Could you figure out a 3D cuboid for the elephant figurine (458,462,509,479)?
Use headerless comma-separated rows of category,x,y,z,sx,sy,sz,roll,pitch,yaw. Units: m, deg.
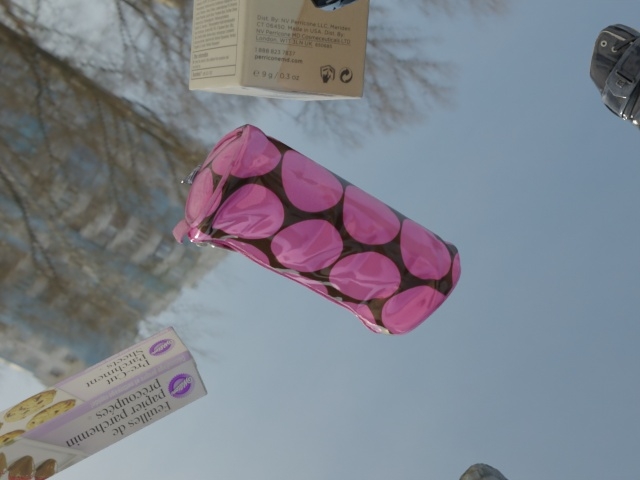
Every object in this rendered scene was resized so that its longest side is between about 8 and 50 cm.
elephant figurine,0.032,0.172,0.413,0.239,0.169,0.186,-58,161,-74

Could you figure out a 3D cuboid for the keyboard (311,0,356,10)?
keyboard,-0.066,-0.234,0.423,0.201,0.317,0.033,-32,-177,-2

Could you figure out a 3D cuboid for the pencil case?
pencil case,0.000,0.000,0.785,0.098,0.209,0.095,-60,-159,3

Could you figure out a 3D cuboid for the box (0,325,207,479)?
box,-0.275,0.194,1.069,0.324,0.063,0.067,-26,-150,-13

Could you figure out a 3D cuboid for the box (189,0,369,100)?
box,-0.033,-0.285,0.948,0.148,0.121,0.311,-163,-104,-64

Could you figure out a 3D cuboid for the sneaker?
sneaker,0.386,-0.211,1.126,0.163,0.086,0.226,50,-51,27
